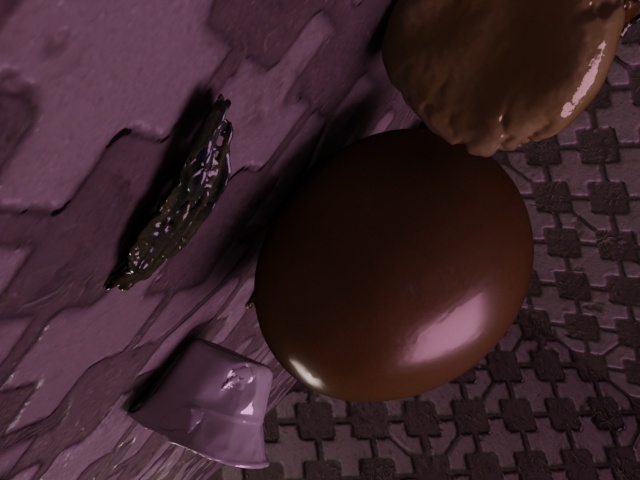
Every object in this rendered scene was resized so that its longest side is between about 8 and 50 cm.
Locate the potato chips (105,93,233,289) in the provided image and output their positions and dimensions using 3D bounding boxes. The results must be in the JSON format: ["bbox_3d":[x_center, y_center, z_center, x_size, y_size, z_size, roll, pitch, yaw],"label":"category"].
[{"bbox_3d":[-0.103,-0.036,0.584,0.207,0.028,0.092,-55,171,32],"label":"potato chips"}]

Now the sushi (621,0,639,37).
[{"bbox_3d":[0.371,-0.360,1.131,0.352,0.178,0.294,-43,166,-26],"label":"sushi"}]

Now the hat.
[{"bbox_3d":[-0.136,0.205,0.993,0.203,0.203,0.126,76,36,-79],"label":"hat"}]

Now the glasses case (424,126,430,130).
[{"bbox_3d":[0.270,-0.225,1.487,0.125,0.076,0.327,-55,170,29],"label":"glasses case"}]

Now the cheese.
[{"bbox_3d":[0.178,-0.199,0.739,0.226,0.214,0.117,-49,169,35],"label":"cheese"}]

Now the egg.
[{"bbox_3d":[0.089,0.031,0.906,0.374,0.301,0.301,-46,170,-32],"label":"egg"}]

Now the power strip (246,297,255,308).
[{"bbox_3d":[0.000,0.000,1.170,0.305,0.044,0.064,-50,170,-11],"label":"power strip"}]
